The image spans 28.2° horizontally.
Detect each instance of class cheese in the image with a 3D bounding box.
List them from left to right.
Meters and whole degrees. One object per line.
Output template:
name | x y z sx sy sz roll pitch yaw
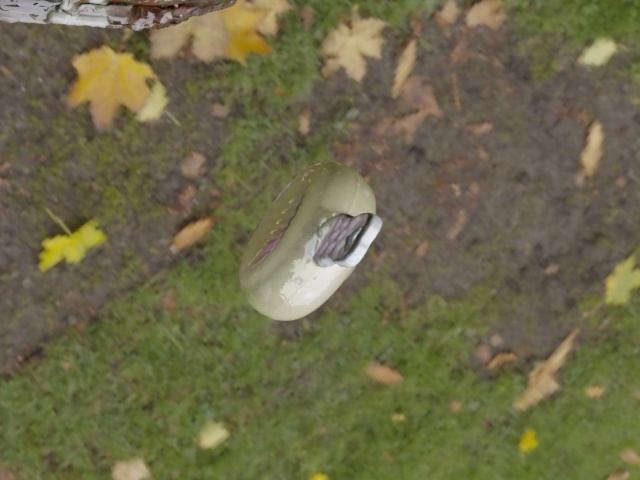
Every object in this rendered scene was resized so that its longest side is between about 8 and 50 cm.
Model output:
cheese | 0.000 0.000 0.981 0.064 0.227 0.137 31 81 -12

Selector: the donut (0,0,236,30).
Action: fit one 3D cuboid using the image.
donut | -0.164 -0.182 0.718 0.270 0.270 0.103 -7 111 -36
